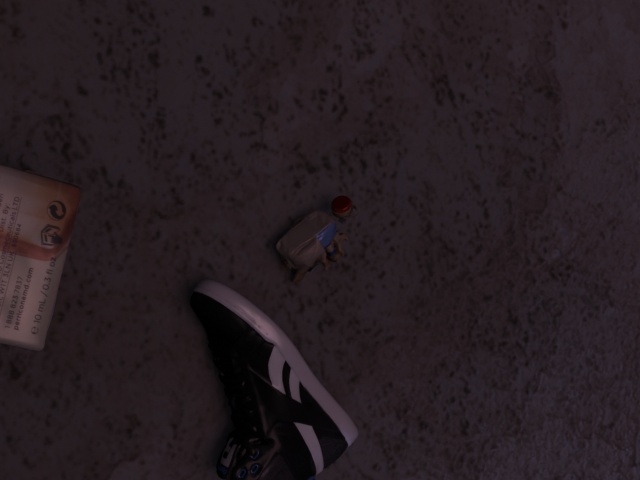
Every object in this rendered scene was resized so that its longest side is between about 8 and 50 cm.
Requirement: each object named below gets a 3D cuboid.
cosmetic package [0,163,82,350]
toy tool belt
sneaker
[{"bbox_3d":[-0.343,-0.016,0.870,0.296,0.153,0.129,16,84,-30],"label":"cosmetic package"},{"bbox_3d":[0.000,0.000,1.123,0.083,0.052,0.051,-40,142,-18],"label":"toy tool belt"},{"bbox_3d":[-0.064,0.146,1.072,0.121,0.079,0.217,-48,115,-19],"label":"sneaker"}]
